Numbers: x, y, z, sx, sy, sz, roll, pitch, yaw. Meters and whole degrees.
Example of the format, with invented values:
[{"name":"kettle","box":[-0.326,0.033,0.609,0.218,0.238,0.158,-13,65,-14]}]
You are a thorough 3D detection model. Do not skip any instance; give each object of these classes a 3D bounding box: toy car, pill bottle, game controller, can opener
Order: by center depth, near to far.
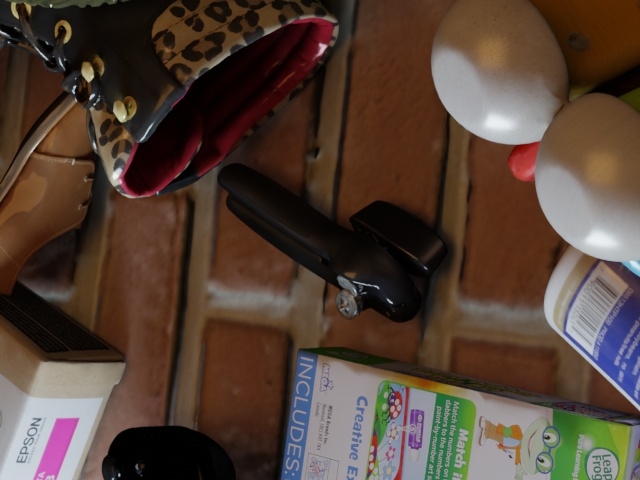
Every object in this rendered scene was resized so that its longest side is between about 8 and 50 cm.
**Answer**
[{"name":"toy car","box":[0.142,-0.054,0.815,0.182,0.159,0.136,50,151,27]},{"name":"pill bottle","box":[0.222,0.063,0.956,0.187,0.112,0.112,46,114,28]},{"name":"can opener","box":[0.000,0.000,1.169,0.186,0.073,0.059,26,142,38]},{"name":"game controller","box":[-0.099,0.285,1.191,0.166,0.067,0.319,163,104,-68]}]

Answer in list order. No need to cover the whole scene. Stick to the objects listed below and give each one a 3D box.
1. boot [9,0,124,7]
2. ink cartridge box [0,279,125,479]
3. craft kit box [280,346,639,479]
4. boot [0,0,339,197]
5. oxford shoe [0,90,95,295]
[{"name":"boot","box":[-0.115,-0.288,1.136,0.236,0.089,0.269,-4,63,9]},{"name":"ink cartridge box","box":[-0.275,0.148,1.339,0.193,0.088,0.235,31,105,35]},{"name":"craft kit box","box":[0.079,0.208,1.093,0.246,0.061,0.250,11,95,39]},{"name":"boot","box":[-0.198,-0.144,1.203,0.377,0.138,0.284,-35,68,-8]},{"name":"oxford shoe","box":[-0.192,-0.052,1.301,0.076,0.076,0.212,37,97,-8]}]
